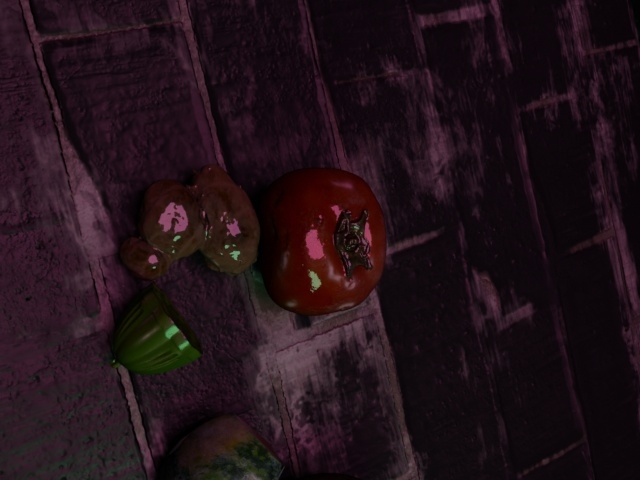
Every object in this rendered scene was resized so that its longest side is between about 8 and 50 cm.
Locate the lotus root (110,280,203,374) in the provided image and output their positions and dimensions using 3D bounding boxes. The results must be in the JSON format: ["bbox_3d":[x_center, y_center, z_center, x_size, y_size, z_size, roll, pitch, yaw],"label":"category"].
[{"bbox_3d":[-0.354,0.203,1.569,0.186,0.186,0.186,2,86,-33],"label":"lotus root"}]

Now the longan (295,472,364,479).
[{"bbox_3d":[0.003,0.650,1.706,0.350,0.288,0.289,-20,99,-41],"label":"longan"}]

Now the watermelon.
[{"bbox_3d":[-0.227,0.526,1.604,0.305,0.224,0.180,-47,149,-4],"label":"watermelon"}]

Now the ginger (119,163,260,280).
[{"bbox_3d":[-0.276,-0.032,1.636,0.303,0.155,0.245,-8,99,-26],"label":"ginger"}]

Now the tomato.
[{"bbox_3d":[0.000,0.000,1.722,0.293,0.289,0.325,-10,95,-31],"label":"tomato"}]
